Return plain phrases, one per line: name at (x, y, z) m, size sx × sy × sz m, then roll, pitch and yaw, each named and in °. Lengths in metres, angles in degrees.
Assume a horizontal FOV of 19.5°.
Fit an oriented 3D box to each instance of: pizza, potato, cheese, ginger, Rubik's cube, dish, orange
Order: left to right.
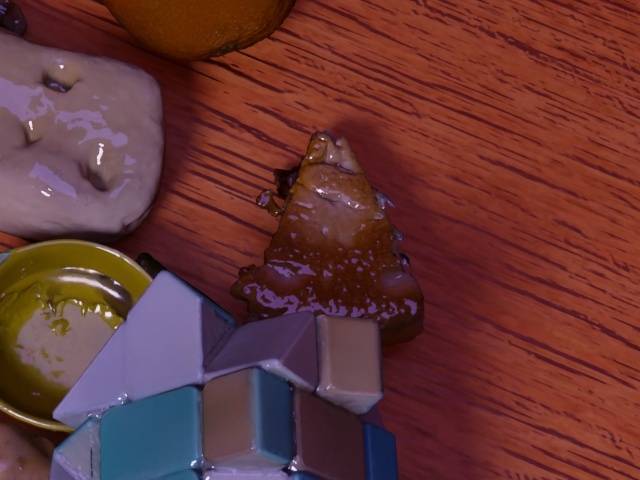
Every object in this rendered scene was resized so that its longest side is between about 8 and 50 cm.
ginger at (-0.291, -0.203, 1.569) m, size 0.097 × 0.030 × 0.048 m, roll 42°, pitch 67°, yaw 13°
potato at (-0.236, 0.170, 1.406) m, size 0.083 × 0.062 × 0.068 m, roll 9°, pitch 80°, yaw -26°
cheese at (-0.249, -0.092, 1.494) m, size 0.263 × 0.093 × 0.159 m, roll 18°, pitch 67°, yaw 0°
dish at (-0.199, 0.079, 1.433) m, size 0.207 × 0.080 × 0.149 m, roll 9°, pitch 71°, yaw -4°
orange at (-0.102, -0.248, 1.526) m, size 0.206 × 0.206 × 0.206 m, roll 2°, pitch 67°, yaw -6°
Rubik's cube at (-0.071, 0.151, 1.309) m, size 0.265 × 0.224 × 0.213 m, roll -19°, pitch 61°, yaw 28°
pizza at (0.001, 0.001, 1.499) m, size 0.154 × 0.069 × 0.194 m, roll 2°, pitch 60°, yaw -6°

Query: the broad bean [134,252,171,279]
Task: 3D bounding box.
broad bean at (-0.063, 0.100, 1.460) m, size 0.256 × 0.052 × 0.053 m, roll 41°, pitch 27°, yaw 14°
